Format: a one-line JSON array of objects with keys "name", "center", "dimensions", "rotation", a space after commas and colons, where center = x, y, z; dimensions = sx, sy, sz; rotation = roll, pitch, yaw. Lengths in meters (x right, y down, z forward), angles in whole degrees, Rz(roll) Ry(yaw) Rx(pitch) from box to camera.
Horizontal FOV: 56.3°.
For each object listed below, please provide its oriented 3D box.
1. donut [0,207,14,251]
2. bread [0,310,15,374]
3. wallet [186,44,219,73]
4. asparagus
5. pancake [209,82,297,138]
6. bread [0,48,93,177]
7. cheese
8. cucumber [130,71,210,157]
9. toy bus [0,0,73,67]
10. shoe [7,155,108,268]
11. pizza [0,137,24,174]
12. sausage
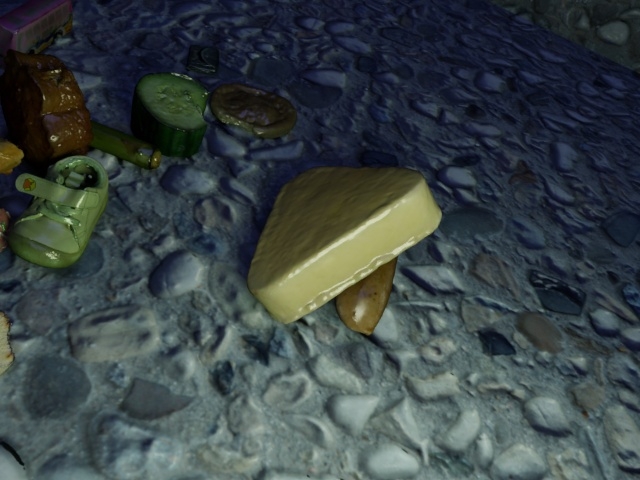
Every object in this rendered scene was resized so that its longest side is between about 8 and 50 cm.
[{"name": "donut", "center": [-0.633, -0.009, 1.054], "dimensions": [0.166, 0.065, 0.117], "rotation": [-6, 48, -23]}, {"name": "bread", "center": [-0.543, 0.166, 0.925], "dimensions": [0.126, 0.044, 0.129], "rotation": [-5, 45, -34]}, {"name": "wallet", "center": [-0.336, -0.525, 1.720], "dimensions": [0.088, 0.026, 0.129], "rotation": [6, 44, -13]}, {"name": "asparagus", "center": [-0.488, -0.230, 1.338], "dimensions": [0.277, 0.060, 0.067], "rotation": [21, 53, 2]}, {"name": "pancake", "center": [-0.177, -0.354, 1.592], "dimensions": [0.236, 0.042, 0.222], "rotation": [35, 47, 17]}, {"name": "bread", "center": [-0.560, -0.256, 1.209], "dimensions": [0.135, 0.232, 0.247], "rotation": [-20, 86, -36]}, {"name": "cheese", "center": [-0.001, 0.000, 1.155], "dimensions": [0.383, 0.104, 0.384], "rotation": [-24, 33, 16]}, {"name": "cucumber", "center": [-0.355, -0.294, 1.407], "dimensions": [0.191, 0.130, 0.191], "rotation": [10, 48, -11]}, {"name": "toy bus", "center": [-0.744, -0.545, 1.537], "dimensions": [0.090, 0.112, 0.274], "rotation": [25, 42, -6]}, {"name": "shoe", "center": [-0.491, -0.065, 1.127], "dimensions": [0.140, 0.128, 0.262], "rotation": [13, 37, 2]}, {"name": "pizza", "center": [-0.720, -0.106, 1.067], "dimensions": [0.365, 0.074, 0.182], "rotation": [-22, 21, -19]}, {"name": "sausage", "center": [0.119, -0.004, 1.283], "dimensions": [0.136, 0.123, 0.501], "rotation": [39, 41, -11]}]
